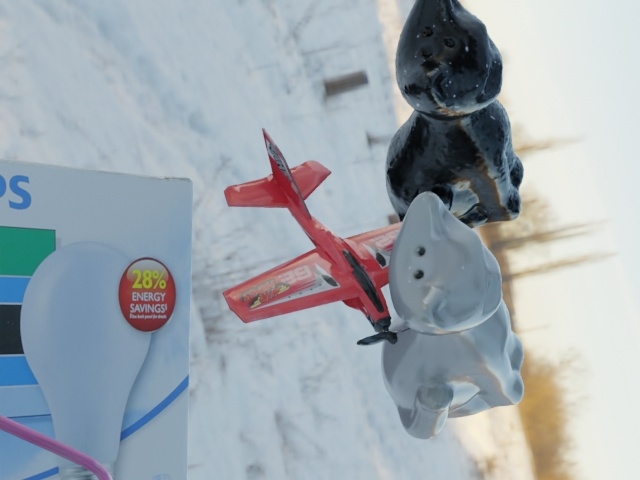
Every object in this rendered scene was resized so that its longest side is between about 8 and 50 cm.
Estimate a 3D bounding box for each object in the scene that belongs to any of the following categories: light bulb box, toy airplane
[{"bbox_3d":[-0.311,0.112,1.057,0.358,0.225,0.360,3,86,-48],"label":"light bulb box"},{"bbox_3d":[0.000,0.000,0.678,0.028,0.151,0.151,109,-21,-52],"label":"toy airplane"}]

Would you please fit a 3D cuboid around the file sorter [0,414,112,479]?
[{"bbox_3d":[-0.254,0.249,0.691,0.182,0.202,0.290,28,37,-16],"label":"file sorter"}]

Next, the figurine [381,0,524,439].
[{"bbox_3d":[0.073,-0.012,0.712,0.209,0.092,0.214,70,21,-64],"label":"figurine"}]
